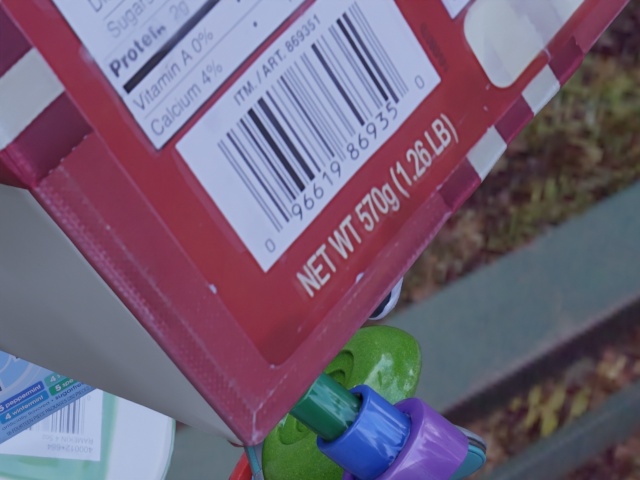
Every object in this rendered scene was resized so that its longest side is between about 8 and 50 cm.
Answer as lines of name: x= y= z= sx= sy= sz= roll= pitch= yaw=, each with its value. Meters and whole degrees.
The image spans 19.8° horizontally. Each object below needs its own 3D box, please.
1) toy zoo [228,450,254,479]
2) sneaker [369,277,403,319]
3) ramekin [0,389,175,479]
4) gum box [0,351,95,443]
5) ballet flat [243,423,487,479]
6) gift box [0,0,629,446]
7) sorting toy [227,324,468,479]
toy zoo: x=-0.044 y=0.269 z=1.491 sx=0.030 sy=0.293 sz=0.192 roll=23 pitch=8 yaw=-31
sneaker: x=0.000 y=0.000 z=2.028 sx=0.101 sy=0.269 sz=0.153 roll=13 pitch=41 yaw=39
ramekin: x=-0.295 y=0.191 z=1.860 sx=0.303 sy=0.148 sz=0.303 roll=6 pitch=75 yaw=-25
gum box: x=-0.243 y=0.067 z=1.456 sx=0.157 sy=0.184 sz=0.041 roll=-30 pitch=46 yaw=-14
ballet flat: x=0.034 y=0.141 z=1.298 sx=0.213 sy=0.072 sz=0.068 roll=-1 pitch=54 yaw=-44
gift box: x=-0.078 y=-0.098 z=0.491 sx=0.255 sy=0.276 sz=0.258 roll=-45 pitch=34 yaw=-24
sorting toy: x=-0.032 y=0.070 z=1.093 sx=0.126 sy=0.365 sz=0.127 roll=39 pitch=86 yaw=-18
